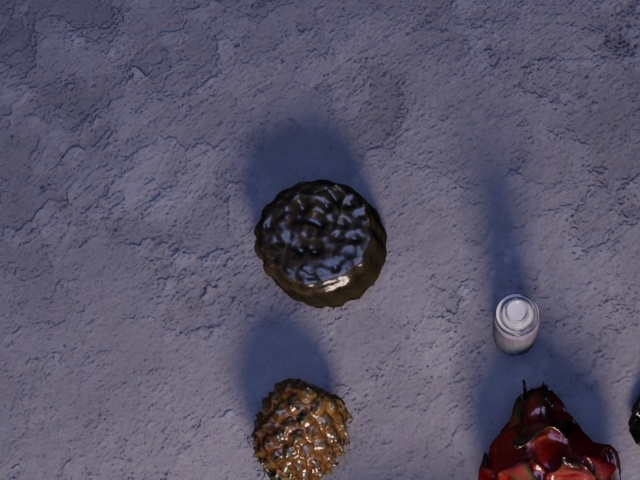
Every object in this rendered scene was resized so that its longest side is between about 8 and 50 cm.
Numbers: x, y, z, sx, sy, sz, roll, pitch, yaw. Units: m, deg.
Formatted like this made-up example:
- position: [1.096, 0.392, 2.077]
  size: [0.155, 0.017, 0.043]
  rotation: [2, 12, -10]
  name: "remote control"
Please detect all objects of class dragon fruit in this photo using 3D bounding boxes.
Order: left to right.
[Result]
- position: [0.367, 0.358, 1.819]
  size: [0.234, 0.233, 0.293]
  rotation: [4, 63, 10]
  name: "dragon fruit"

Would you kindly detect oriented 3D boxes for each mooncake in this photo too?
- position: [0.000, 0.000, 1.998]
  size: [0.228, 0.124, 0.228]
  rotation: [-2, 75, 9]
  name: "mooncake"

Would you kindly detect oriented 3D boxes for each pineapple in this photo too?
- position: [-0.037, 0.333, 1.909]
  size: [0.166, 0.166, 0.193]
  rotation: [23, 88, 13]
  name: "pineapple"

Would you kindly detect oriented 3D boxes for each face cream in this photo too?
- position: [0.317, 0.135, 1.860]
  size: [0.075, 0.229, 0.075]
  rotation: [-2, 77, 8]
  name: "face cream"

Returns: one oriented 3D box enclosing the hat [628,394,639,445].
- position: [0.664, 0.269, 1.770]
  size: [0.209, 0.336, 0.238]
  rotation: [20, 48, -18]
  name: "hat"
